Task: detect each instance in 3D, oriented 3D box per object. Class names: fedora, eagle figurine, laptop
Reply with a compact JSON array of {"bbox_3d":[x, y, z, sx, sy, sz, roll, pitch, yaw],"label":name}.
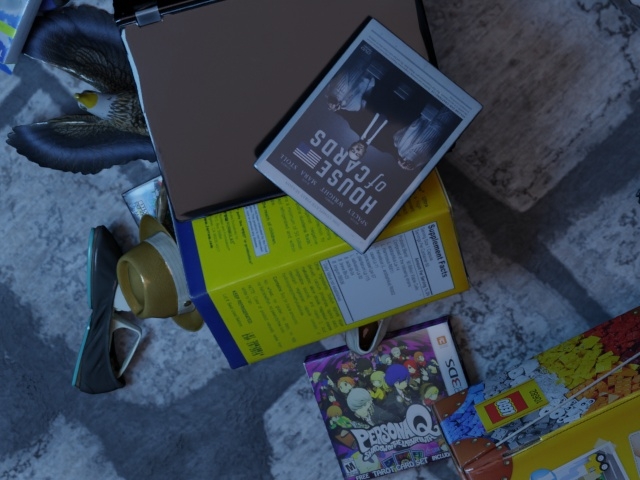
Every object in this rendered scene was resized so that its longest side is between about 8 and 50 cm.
[{"bbox_3d":[-0.239,0.059,1.773,0.079,0.194,0.194,-26,102,-24],"label":"fedora"},{"bbox_3d":[-0.293,-0.192,1.770,0.298,0.225,0.226,22,64,35],"label":"eagle figurine"},{"bbox_3d":[-0.063,-0.290,1.656,0.382,0.408,0.236,-15,139,1],"label":"laptop"}]

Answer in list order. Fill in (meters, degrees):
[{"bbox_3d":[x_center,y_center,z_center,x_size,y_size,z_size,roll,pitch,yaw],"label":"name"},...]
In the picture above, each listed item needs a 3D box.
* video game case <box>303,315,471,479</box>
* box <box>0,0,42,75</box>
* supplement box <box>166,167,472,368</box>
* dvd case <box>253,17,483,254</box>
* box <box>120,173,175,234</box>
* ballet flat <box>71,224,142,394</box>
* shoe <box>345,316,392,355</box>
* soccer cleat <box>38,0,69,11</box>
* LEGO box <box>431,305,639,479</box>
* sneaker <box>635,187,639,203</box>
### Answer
[{"bbox_3d":[0.115,0.244,1.879,0.232,0.042,0.210,-16,100,11],"label":"video game case"},{"bbox_3d":[-0.448,-0.330,1.720,0.109,0.042,0.178,31,108,11],"label":"box"},{"bbox_3d":[0.000,0.000,1.693,0.357,0.195,0.194,-19,142,2],"label":"supplement box"},{"bbox_3d":[0.058,-0.129,1.541,0.179,0.029,0.238,39,91,2],"label":"dvd case"},{"bbox_3d":[-0.200,-0.003,1.860,0.114,0.036,0.207,-25,100,13],"label":"box"},{"bbox_3d":[-0.315,0.108,1.880,0.096,0.095,0.280,9,115,-5],"label":"ballet flat"},{"bbox_3d":[0.090,0.066,1.812,0.077,0.058,0.219,16,91,2],"label":"shoe"},{"bbox_3d":[-0.421,-0.467,1.745,0.121,0.093,0.289,-3,103,15],"label":"soccer cleat"},{"bbox_3d":[0.433,0.390,1.729,0.373,0.193,0.500,-25,110,3],"label":"LEGO box"},{"bbox_3d":[0.561,-0.035,1.743,0.237,0.085,0.086,23,79,5],"label":"sneaker"}]
